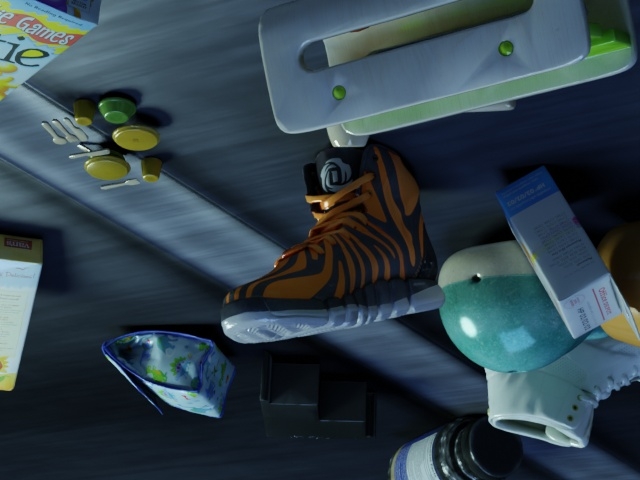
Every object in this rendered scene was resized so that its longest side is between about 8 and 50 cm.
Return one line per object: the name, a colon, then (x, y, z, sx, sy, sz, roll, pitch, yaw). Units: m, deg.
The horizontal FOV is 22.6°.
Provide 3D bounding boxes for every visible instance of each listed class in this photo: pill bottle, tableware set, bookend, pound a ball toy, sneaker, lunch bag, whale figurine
pill bottle: (0.202, 0.333, 2.380, 0.123, 0.123, 0.219, 15, 152, -24)
tableware set: (-0.206, -0.100, 1.612, 0.104, 0.024, 0.154, -8, 152, 17)
bookend: (-0.001, 0.216, 2.211, 0.156, 0.072, 0.157, 1, 155, 3)
pound a ball toy: (0.097, -0.171, 1.327, 0.319, 0.136, 0.208, -11, 177, 29)
sneaker: (0.000, 0.000, 1.582, 0.124, 0.180, 0.321, -12, 177, 33)
lunch bag: (-0.205, 0.174, 2.134, 0.151, 0.096, 0.129, 12, 161, 16)
sneaker: (0.347, 0.180, 1.975, 0.292, 0.169, 0.108, 0, 153, 5)
whale figurine: (0.250, 0.090, 1.816, 0.216, 0.141, 0.272, -10, 160, 36)

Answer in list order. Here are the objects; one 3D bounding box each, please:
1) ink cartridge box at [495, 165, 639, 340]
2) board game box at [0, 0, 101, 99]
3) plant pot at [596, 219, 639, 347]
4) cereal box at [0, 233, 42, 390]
ink cartridge box: (0.252, 0.027, 1.629, 0.061, 0.181, 0.104, -29, 150, 4)
board game box: (-0.296, -0.199, 1.261, 0.144, 0.142, 0.275, 20, 151, -32)
plant pot: (0.393, 0.047, 1.670, 0.188, 0.205, 0.205, 0, 160, 46)
cereal box: (-0.434, 0.082, 1.910, 0.173, 0.047, 0.240, 8, 133, -15)
